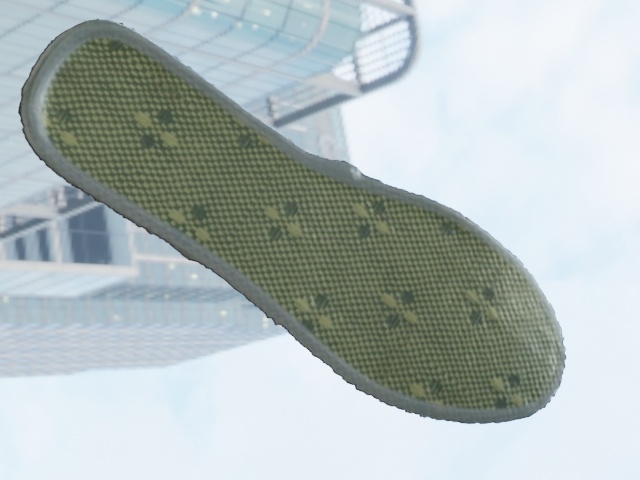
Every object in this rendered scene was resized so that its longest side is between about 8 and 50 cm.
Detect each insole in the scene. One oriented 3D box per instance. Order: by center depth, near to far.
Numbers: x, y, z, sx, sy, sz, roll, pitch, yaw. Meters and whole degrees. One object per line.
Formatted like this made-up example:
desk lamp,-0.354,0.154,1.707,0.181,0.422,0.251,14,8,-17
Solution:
insole,0.000,0.000,0.609,0.109,0.322,0.007,-62,-159,-15
